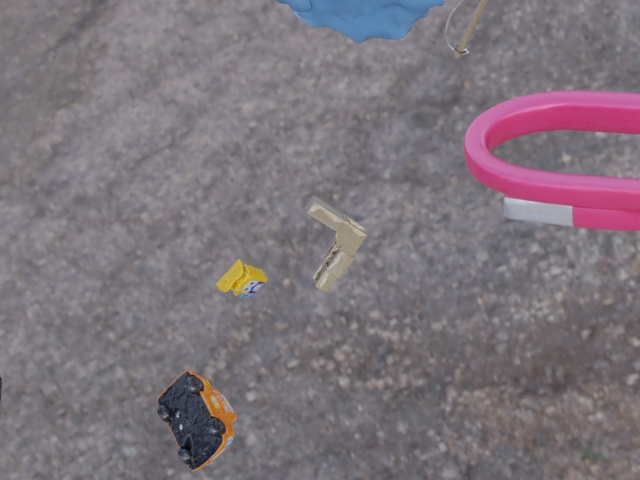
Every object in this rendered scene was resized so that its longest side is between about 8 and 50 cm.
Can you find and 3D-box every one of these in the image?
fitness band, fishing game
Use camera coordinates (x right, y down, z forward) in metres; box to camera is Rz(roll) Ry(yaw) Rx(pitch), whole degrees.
[{"bbox_3d":[0.296,-0.093,1.324,0.291,0.054,0.209,7,39,23],"label":"fitness band"},{"bbox_3d":[0.033,-0.259,1.173,0.264,0.189,0.041,18,57,-2],"label":"fishing game"}]

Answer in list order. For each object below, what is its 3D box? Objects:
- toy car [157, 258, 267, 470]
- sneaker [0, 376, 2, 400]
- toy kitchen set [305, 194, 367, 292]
[{"bbox_3d":[-0.051,0.077,0.749,0.060,0.040,0.122,39,105,36],"label":"toy car"},{"bbox_3d":[-0.369,0.060,0.819,0.330,0.130,0.147,10,39,0],"label":"sneaker"},{"bbox_3d":[0.000,0.000,1.444,0.083,0.075,0.068,-55,12,11],"label":"toy kitchen set"}]
